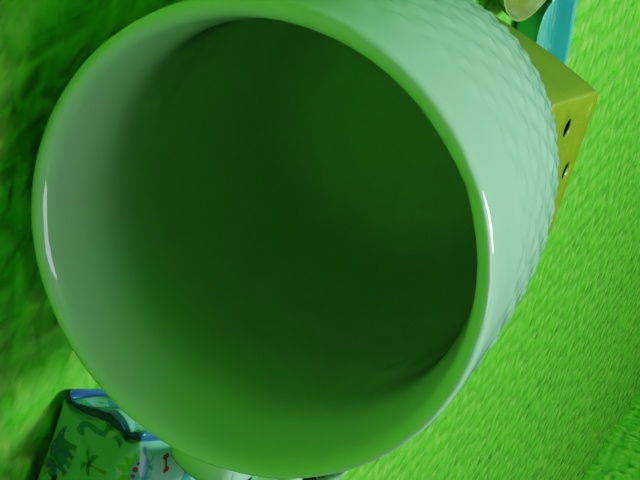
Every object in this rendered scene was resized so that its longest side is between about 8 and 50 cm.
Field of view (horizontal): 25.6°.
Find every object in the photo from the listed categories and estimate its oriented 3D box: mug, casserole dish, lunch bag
[{"bbox_3d":[0.000,0.000,0.929,0.328,0.276,0.374,-40,154,-64],"label":"mug"},{"bbox_3d":[0.250,-0.223,1.601,0.114,0.037,0.188,-50,153,-35],"label":"casserole dish"},{"bbox_3d":[-0.136,0.179,1.024,0.151,0.096,0.129,11,102,-59],"label":"lunch bag"}]

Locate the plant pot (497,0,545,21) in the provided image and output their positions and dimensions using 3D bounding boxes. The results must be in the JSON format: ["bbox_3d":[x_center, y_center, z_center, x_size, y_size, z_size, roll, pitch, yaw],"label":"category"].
[{"bbox_3d":[0.226,-0.339,1.425,0.236,0.032,0.236,-50,153,-37],"label":"plant pot"}]

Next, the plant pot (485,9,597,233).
[{"bbox_3d":[0.113,-0.086,1.209,0.212,0.187,0.212,-21,132,-61],"label":"plant pot"}]

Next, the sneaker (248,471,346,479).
[{"bbox_3d":[-0.004,0.183,1.347,0.258,0.091,0.094,-61,159,-18],"label":"sneaker"}]
